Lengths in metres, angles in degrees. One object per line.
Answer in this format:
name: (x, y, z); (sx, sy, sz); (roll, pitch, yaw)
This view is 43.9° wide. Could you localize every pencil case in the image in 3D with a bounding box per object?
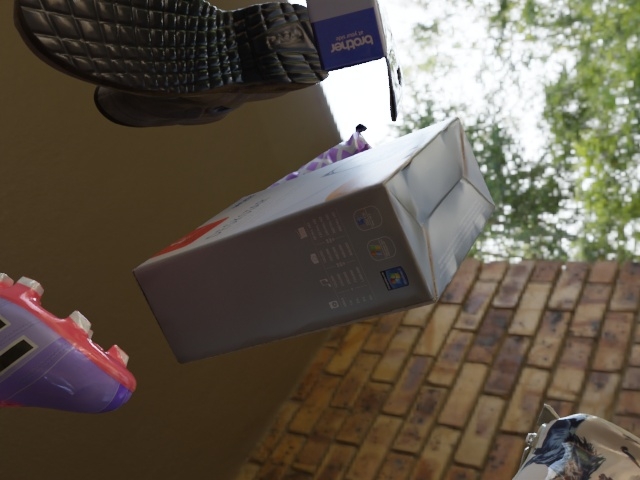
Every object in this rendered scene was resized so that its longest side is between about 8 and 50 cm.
pencil case: (0.226, 0.374, 0.897); (0.410, 0.183, 0.160); (-37, -43, -32)
pencil case: (-0.015, -0.040, 0.894); (0.086, 0.206, 0.088); (58, -168, 4)

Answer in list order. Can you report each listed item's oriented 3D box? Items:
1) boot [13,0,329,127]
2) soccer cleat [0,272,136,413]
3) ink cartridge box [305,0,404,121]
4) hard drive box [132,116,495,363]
boot: (-0.172, -0.166, 0.794); (0.338, 0.222, 0.118); (1, -100, -44)
soccer cleat: (-0.215, 0.060, 0.459); (0.095, 0.247, 0.083); (-60, -26, -21)
ink cartridge box: (0.011, -0.260, 0.664); (0.186, 0.065, 0.311); (-72, -33, -69)
hard drive box: (0.000, 0.000, 0.635); (0.089, 0.232, 0.181); (65, -149, -11)
